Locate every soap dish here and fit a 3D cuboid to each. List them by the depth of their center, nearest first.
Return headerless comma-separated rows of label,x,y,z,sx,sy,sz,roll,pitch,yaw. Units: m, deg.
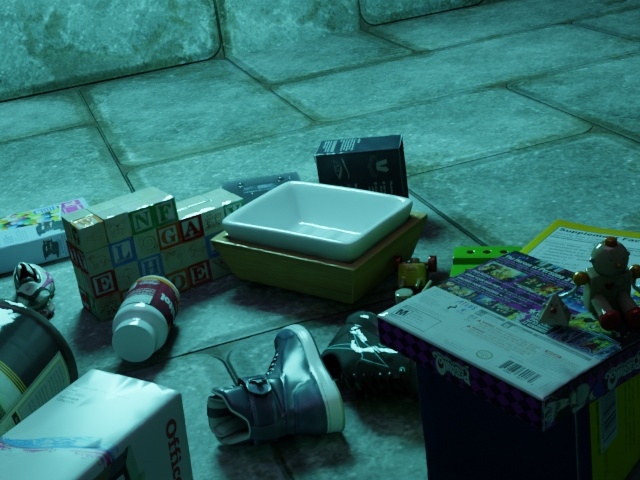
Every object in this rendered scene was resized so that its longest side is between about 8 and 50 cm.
soap dish,0.000,0.000,1.714,0.290,0.118,0.229,11,30,34

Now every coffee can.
coffee can,-0.444,0.221,1.247,0.201,0.202,0.275,-3,24,13

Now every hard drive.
hard drive,-0.112,-0.062,1.992,0.171,0.054,0.255,-9,23,0

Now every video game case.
video game case,0.209,0.090,1.035,0.210,0.042,0.232,-23,29,-31

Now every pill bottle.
pill bottle,-0.270,0.122,1.571,0.086,0.086,0.152,-5,24,7

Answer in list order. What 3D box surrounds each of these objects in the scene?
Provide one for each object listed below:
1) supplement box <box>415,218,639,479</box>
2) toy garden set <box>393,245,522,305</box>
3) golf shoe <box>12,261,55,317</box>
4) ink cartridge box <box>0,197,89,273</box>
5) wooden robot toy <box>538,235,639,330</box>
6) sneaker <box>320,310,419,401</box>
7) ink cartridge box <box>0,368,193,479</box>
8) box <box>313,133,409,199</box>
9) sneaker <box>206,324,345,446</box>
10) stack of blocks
supplement box,0.291,0.139,1.198,0.194,0.195,0.356,11,30,38
toy garden set,0.202,0.083,1.557,0.203,0.049,0.244,-1,25,13
golf shoe,-0.499,0.069,1.776,0.067,0.086,0.186,-16,23,-15
ink cartridge box,-0.595,0.000,2.007,0.311,0.065,0.186,-18,24,-17
wooden robot toy,0.292,0.035,0.988,0.173,0.079,0.076,-7,23,-5
sneaker,0.096,0.177,1.336,0.106,0.101,0.267,-36,27,-23
ink cartridge box,-0.234,0.274,0.925,0.117,0.201,0.278,8,25,26
box,0.080,-0.105,1.897,0.158,0.156,0.093,-4,22,10
sneaker,-0.076,0.188,1.347,0.163,0.086,0.226,-10,24,-12
stack of blocks,-0.272,0.001,1.748,0.297,0.171,0.087,-20,26,-27
